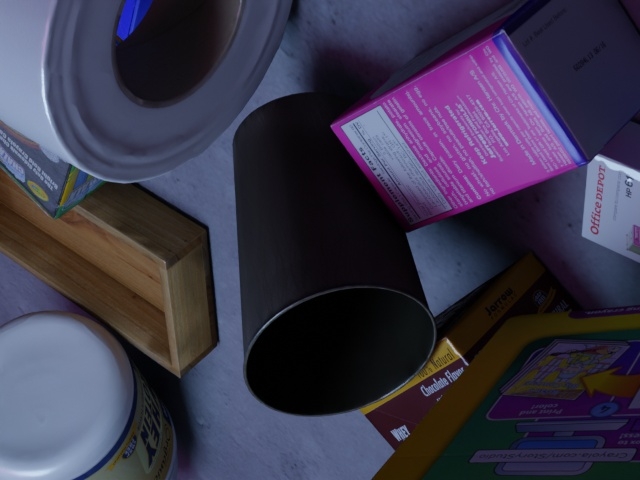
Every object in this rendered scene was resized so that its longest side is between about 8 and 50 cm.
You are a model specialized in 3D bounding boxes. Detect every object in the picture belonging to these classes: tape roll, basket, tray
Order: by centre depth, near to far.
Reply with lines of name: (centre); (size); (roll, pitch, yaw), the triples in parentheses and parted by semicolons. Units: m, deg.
tape roll: (-0.144, -0.193, 1.039); (0.100, 0.286, 0.286); (31, 143, 28)
basket: (0.000, 0.000, 1.101); (0.204, 0.154, 0.227); (105, 160, -54)
tray: (-0.302, -0.018, 1.605); (0.411, 0.076, 0.203); (31, 144, 28)

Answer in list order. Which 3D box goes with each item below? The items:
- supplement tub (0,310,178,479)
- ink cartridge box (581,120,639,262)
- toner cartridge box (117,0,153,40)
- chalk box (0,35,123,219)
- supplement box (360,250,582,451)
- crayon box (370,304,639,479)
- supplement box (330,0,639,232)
supplement tub: (-0.317, 0.251, 1.703); (0.228, 0.228, 0.316); (33, 163, 24)
ink cartridge box: (0.255, -0.023, 0.949); (0.122, 0.052, 0.088); (28, 143, 31)
toner cartridge box: (-0.260, -0.357, 1.205); (0.348, 0.075, 0.165); (43, 146, 10)
chalk box: (-0.274, -0.125, 1.409); (0.132, 0.132, 0.213); (45, 148, 5)
supplement box: (0.166, 0.149, 1.159); (0.194, 0.129, 0.191); (49, 147, 1)
crayon box: (0.233, 0.148, 0.819); (0.363, 0.313, 0.106); (-6, 111, 34)
supplement box: (0.125, -0.100, 0.971); (0.114, 0.111, 0.220); (55, 148, -10)
